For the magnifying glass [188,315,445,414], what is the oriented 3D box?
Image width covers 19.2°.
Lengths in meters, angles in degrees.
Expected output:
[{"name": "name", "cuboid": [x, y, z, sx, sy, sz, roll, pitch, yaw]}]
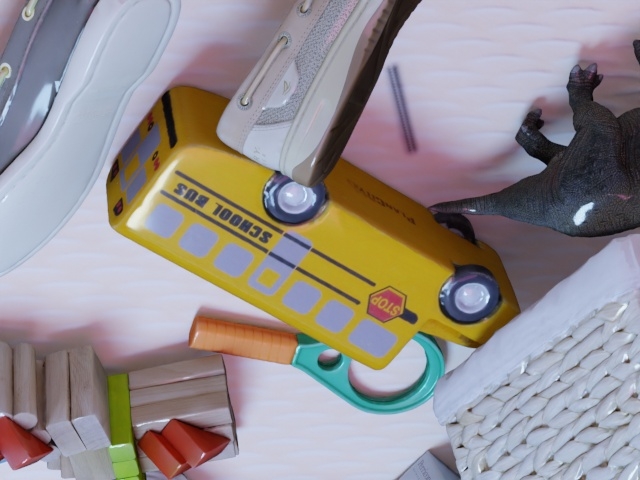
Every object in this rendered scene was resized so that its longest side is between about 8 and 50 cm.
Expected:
[{"name": "magnifying glass", "cuboid": [-0.001, 0.100, 1.644, 0.231, 0.026, 0.092, 12, 117, -16]}]

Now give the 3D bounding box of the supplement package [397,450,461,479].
[{"name": "supplement package", "cuboid": [0.083, 0.303, 1.719, 0.179, 0.105, 0.105, -46, 116, 7]}]

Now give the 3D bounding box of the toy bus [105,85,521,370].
[{"name": "toy bus", "cuboid": [0.000, 0.000, 1.536, 0.332, 0.108, 0.130, 29, 111, -24]}]

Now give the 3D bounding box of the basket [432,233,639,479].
[{"name": "basket", "cuboid": [0.319, 0.167, 1.497, 0.328, 0.266, 0.331, -2, 155, -26]}]

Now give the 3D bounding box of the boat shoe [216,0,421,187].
[{"name": "boat shoe", "cuboid": [0.020, -0.193, 1.411, 0.098, 0.109, 0.302, 27, 92, 12]}]

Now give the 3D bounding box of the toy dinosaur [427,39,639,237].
[{"name": "toy dinosaur", "cuboid": [0.243, -0.064, 1.505, 0.313, 0.160, 0.121, -10, 137, -6]}]

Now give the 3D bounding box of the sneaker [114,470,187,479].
[{"name": "sneaker", "cuboid": [-0.097, 0.318, 1.706, 0.100, 0.108, 0.271, -38, 121, 9]}]

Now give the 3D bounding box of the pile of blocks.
[{"name": "pile of blocks", "cuboid": [-0.233, 0.166, 1.573, 0.362, 0.113, 0.149, 9, 129, -16]}]

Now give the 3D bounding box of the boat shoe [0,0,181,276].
[{"name": "boat shoe", "cuboid": [-0.215, -0.098, 1.451, 0.109, 0.091, 0.305, -11, 140, -56]}]
